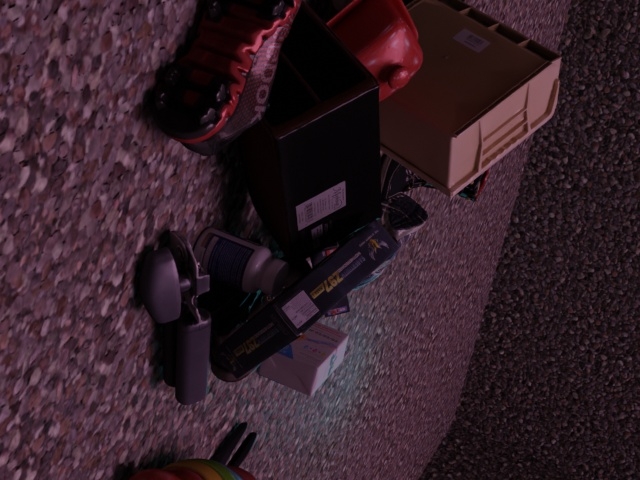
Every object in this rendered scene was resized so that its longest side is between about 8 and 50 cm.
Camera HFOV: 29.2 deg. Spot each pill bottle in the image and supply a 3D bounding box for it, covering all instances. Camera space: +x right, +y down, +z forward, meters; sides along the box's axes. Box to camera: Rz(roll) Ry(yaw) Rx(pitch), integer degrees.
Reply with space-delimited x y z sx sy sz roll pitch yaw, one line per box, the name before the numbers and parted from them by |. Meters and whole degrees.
pill bottle | -0.106 0.031 1.647 0.067 0.120 0.067 -56 159 -35

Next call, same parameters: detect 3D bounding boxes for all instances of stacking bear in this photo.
stacking bear | -0.197 0.393 1.767 0.164 0.175 0.289 -65 156 -5

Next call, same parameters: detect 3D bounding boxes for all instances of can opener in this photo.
can opener | -0.195 0.109 1.593 0.095 0.076 0.283 -19 137 -26
can opener | -0.161 0.376 2.040 0.059 0.073 0.186 51 48 -26

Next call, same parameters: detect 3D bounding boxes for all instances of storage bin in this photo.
storage bin | 0.191 -0.239 1.895 0.260 0.262 0.123 -37 146 -27

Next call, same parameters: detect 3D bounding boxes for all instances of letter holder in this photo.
letter holder | -0.038 -0.151 1.641 0.152 0.214 0.302 -29 151 -14

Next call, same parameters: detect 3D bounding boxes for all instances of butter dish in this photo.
butter dish | 0.081 -0.253 1.709 0.160 0.118 0.160 -41 144 -1

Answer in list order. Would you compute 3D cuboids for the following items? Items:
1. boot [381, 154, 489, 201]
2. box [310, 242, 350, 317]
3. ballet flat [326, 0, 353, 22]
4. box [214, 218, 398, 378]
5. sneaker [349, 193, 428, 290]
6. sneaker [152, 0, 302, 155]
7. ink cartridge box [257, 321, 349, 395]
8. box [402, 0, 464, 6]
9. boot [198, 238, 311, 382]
boot | 0.217 -0.122 2.380 0.236 0.179 0.085 -44 151 -57
box | 0.000 0.000 1.930 0.233 0.044 0.159 78 -2 -61
ballet flat | 0.064 -0.425 1.693 0.124 0.116 0.342 -27 144 -38
box | -0.019 0.081 1.688 0.233 0.059 0.183 -38 180 -39
sneaker | 0.108 -0.002 2.371 0.283 0.110 0.122 -43 167 -51
sneaker | -0.095 -0.213 1.426 0.276 0.098 0.135 -62 162 -16
ink cartridge box | -0.021 0.191 2.143 0.181 0.104 0.061 -40 148 -60
box | 0.194 -0.484 2.060 0.293 0.073 0.295 -51 156 -44
boot | -0.091 0.071 1.799 0.263 0.091 0.229 -56 160 -31
